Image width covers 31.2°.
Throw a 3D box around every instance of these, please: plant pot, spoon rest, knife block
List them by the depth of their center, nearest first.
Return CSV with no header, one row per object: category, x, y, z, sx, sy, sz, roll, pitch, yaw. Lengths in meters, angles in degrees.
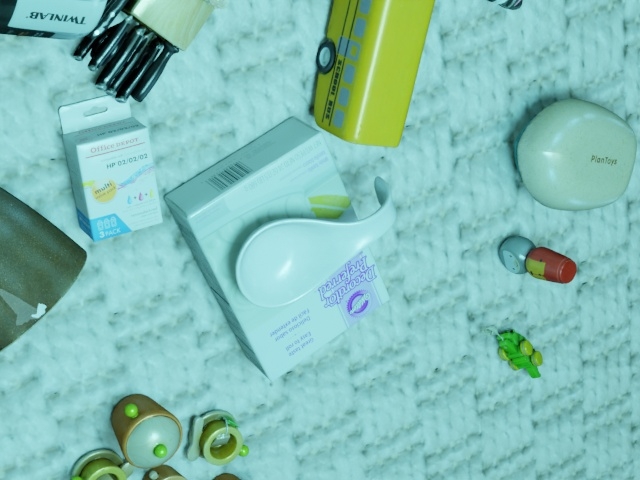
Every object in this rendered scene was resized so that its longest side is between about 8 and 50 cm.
plant pot,-0.452,0.003,1.444,0.215,0.215,0.230,-42,111,-9
knife block,-0.194,-0.309,1.518,0.276,0.088,0.242,-17,119,-25
spoon rest,0.000,0.000,1.655,0.276,0.084,0.137,-31,123,-18

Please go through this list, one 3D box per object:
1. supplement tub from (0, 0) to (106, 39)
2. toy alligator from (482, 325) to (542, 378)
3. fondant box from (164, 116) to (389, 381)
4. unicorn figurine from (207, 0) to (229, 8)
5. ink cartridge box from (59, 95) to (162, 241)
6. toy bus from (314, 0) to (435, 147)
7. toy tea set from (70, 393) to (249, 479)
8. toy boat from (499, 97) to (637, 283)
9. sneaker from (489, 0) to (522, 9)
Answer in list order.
supplement tub,-0.420,-0.342,1.292,0.338,0.207,0.207,-1,111,-31
toy alligator,0.353,0.188,2.092,0.190,0.056,0.051,43,44,-35
fondant box,-0.057,0.015,1.737,0.238,0.096,0.330,-34,125,-15
unicorn figurine,-0.094,-0.363,1.471,0.162,0.060,0.111,-41,128,9
ink cartridge box,-0.286,-0.101,1.567,0.104,0.061,0.181,-18,118,-24
toy bus,0.084,-0.313,1.657,0.108,0.130,0.332,3,109,-32
toy tea set,-0.207,0.359,1.776,0.336,0.124,0.200,18,100,-35
toy boat,0.401,-0.086,1.959,0.267,0.148,0.318,11,97,-39
sneaker,0.323,-0.443,1.797,0.077,0.072,0.178,23,106,-48
